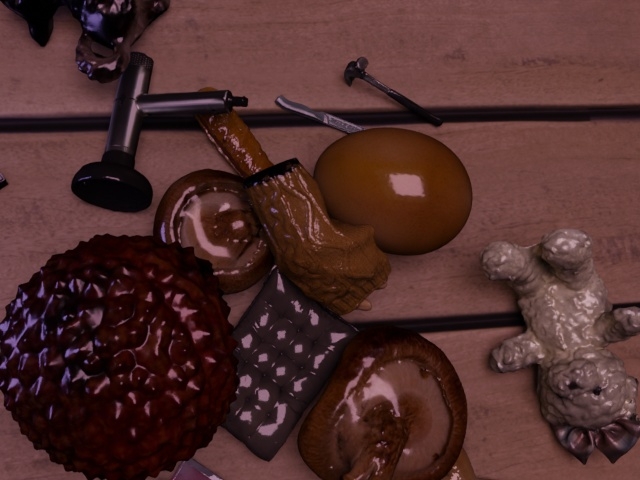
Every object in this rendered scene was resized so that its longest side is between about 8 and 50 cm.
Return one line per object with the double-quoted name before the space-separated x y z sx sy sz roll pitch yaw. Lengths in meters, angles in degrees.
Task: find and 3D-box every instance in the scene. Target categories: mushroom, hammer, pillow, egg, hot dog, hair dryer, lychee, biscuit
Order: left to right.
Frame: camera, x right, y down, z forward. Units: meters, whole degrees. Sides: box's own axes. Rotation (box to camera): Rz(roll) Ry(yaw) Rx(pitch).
"lychee" -0.343 0.206 1.560 0.425 0.500 0.424 18 47 -21
"hair dryer" -0.314 -0.221 1.763 0.284 0.156 0.320 3 70 34
"mushroom" -0.206 -0.013 1.787 0.253 0.153 0.253 3 79 -14
"hot dog" -0.166 -0.197 1.880 0.088 0.061 0.286 -42 91 -27
"pillow" -0.095 0.236 1.793 0.228 0.101 0.326 39 77 -4
"egg" 0.143 -0.101 1.826 0.323 0.250 0.250 15 77 1
"mushroom" 0.136 0.346 1.730 0.346 0.260 0.345 -2 96 -19
"hammer" 0.158 -0.310 1.963 0.246 0.103 0.029 29 75 -19
"biscuit" 0.296 0.508 1.847 0.208 0.047 0.164 39 74 -2

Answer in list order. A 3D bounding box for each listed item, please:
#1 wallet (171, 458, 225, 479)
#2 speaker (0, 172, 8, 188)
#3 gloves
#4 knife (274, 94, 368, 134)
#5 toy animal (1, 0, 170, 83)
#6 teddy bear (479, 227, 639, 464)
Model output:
"wallet" -0.190 0.523 1.735 0.232 0.025 0.119 32 73 7
"speaker" -0.695 -0.076 1.754 0.191 0.046 0.040 -36 87 -16
"gloves" -0.013 0.005 1.730 0.356 0.203 0.155 47 59 -19
"knife" 0.002 -0.263 1.948 0.210 0.015 0.028 20 71 -8
"toy animal" -0.495 -0.478 1.796 0.345 0.194 0.302 17 71 -2
"teddy bear" 0.487 0.221 1.810 0.328 0.375 0.362 -13 58 27
